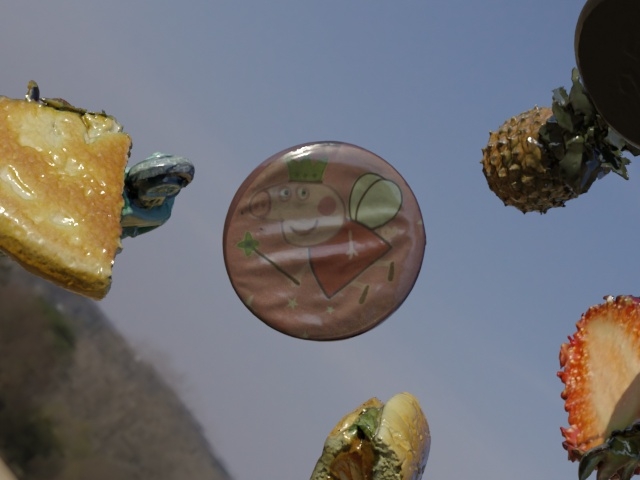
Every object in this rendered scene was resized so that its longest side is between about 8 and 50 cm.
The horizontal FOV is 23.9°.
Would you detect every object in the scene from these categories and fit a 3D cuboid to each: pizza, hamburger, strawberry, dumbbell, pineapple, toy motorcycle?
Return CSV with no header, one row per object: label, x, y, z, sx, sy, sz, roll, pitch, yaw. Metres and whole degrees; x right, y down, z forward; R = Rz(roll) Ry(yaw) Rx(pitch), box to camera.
pizza,-0.282,-0.066,1.557,0.289,0.229,0.081,42,-44,10
hamburger,0.099,0.275,2.021,0.135,0.208,0.155,35,-59,15
strawberry,0.446,0.199,2.079,0.138,0.233,0.306,39,32,-22
dumbbell,0.321,-0.176,1.197,0.152,0.218,0.152,31,-41,31
pineapple,0.248,-0.099,1.501,0.125,0.125,0.251,52,-17,-4
toy motorcycle,-0.298,-0.044,1.870,0.198,0.297,0.109,89,-12,-72

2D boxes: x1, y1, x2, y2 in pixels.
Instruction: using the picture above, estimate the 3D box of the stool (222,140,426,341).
stool,0.000,0.000,2.073,0.272,0.272,0.178,52,-3,-3
